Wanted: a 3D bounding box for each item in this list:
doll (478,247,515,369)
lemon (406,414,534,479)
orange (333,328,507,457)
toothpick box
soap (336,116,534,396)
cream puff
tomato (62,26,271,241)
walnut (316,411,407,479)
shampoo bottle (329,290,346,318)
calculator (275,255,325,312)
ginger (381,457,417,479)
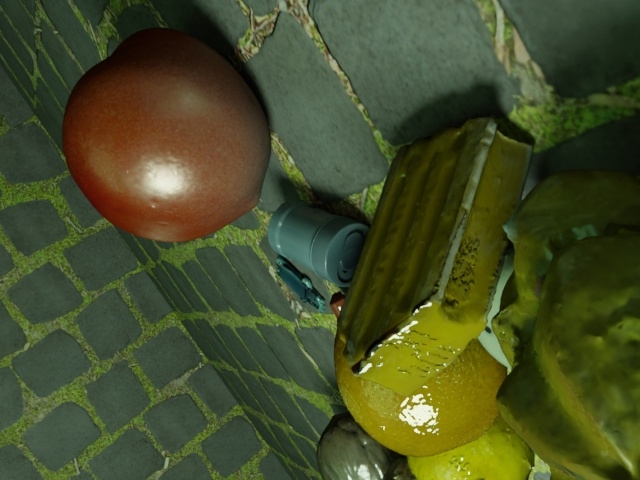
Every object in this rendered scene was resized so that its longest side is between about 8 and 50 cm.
[{"bbox_3d":[0.241,0.103,0.648,0.275,0.113,0.155,58,148,6],"label":"doll"},{"bbox_3d":[0.214,0.303,0.876,0.174,0.173,0.206,61,167,-17],"label":"lemon"},{"bbox_3d":[0.127,0.157,0.773,0.236,0.236,0.236,40,153,26],"label":"orange"},{"bbox_3d":[0.000,0.000,0.936,0.153,0.101,0.101,26,145,48],"label":"toothpick box"},{"bbox_3d":[0.102,0.020,0.592,0.080,0.258,0.160,25,166,-21],"label":"soap"},{"bbox_3d":[0.261,0.106,0.391,0.378,0.275,0.378,40,159,19],"label":"cream puff"},{"bbox_3d":[-0.225,-0.151,0.925,0.321,0.321,0.322,40,153,26],"label":"tomato"},{"bbox_3d":[0.090,0.476,1.301,0.224,0.224,0.224,40,153,26],"label":"walnut"},{"bbox_3d":[0.089,0.203,1.074,0.244,0.085,0.085,60,155,-9],"label":"shampoo bottle"},{"bbox_3d":[-0.041,0.092,1.231,0.141,0.019,0.094,42,154,19],"label":"calculator"},{"bbox_3d":[0.255,0.552,1.141,0.256,0.176,0.375,8,132,37],"label":"ginger"}]
